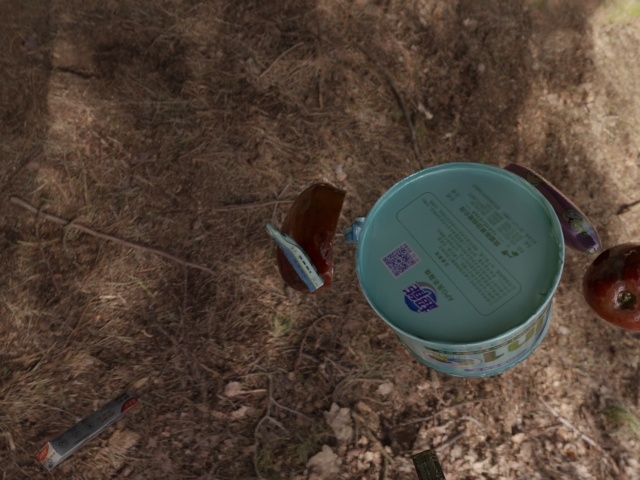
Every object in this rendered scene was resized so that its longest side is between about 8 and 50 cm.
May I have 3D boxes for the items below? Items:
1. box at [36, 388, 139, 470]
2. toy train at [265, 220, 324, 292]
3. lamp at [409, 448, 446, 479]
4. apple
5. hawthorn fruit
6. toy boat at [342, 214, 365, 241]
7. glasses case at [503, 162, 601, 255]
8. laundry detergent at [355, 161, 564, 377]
[{"bbox_3d":[-0.467,0.379,0.988,0.039,0.055,0.218,45,21,6],"label":"box"},{"bbox_3d":[-0.074,0.036,1.364,0.051,0.052,0.233,-33,95,7],"label":"toy train"},{"bbox_3d":[0.412,0.894,1.654,0.090,0.089,0.325,39,26,-51],"label":"lamp"},{"bbox_3d":[0.000,0.000,1.589,0.295,0.329,0.364,16,84,-41],"label":"apple"},{"bbox_3d":[0.559,0.081,0.857,0.173,0.173,0.172,12,67,-31],"label":"hawthorn fruit"},{"bbox_3d":[0.128,-0.043,1.798,0.088,0.215,0.102,0,87,5],"label":"toy boat"},{"bbox_3d":[0.503,-0.078,1.068,0.123,0.076,0.316,35,21,-26],"label":"glasses case"},{"bbox_3d":[0.235,0.069,0.803,0.305,0.288,0.287,51,41,-58],"label":"laundry detergent"}]
